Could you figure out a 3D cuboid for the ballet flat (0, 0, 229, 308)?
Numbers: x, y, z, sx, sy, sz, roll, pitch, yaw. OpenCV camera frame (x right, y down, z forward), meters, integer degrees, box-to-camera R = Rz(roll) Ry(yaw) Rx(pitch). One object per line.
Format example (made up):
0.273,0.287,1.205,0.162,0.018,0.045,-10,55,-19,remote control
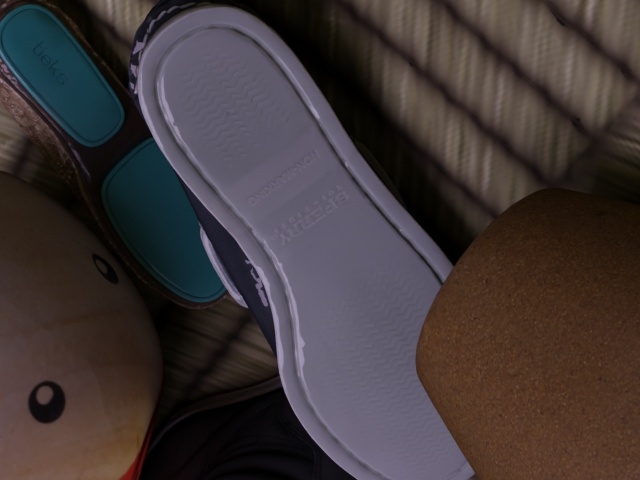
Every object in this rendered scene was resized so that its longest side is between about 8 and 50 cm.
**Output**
-0.120,-0.050,1.021,0.206,0.073,0.067,56,163,-11,ballet flat

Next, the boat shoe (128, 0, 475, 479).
0.000,0.000,0.947,0.114,0.091,0.302,-26,111,-1,boat shoe

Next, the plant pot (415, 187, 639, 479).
0.175,0.091,0.816,0.254,0.237,0.237,37,139,28,plant pot

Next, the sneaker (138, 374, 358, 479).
-0.064,0.170,1.084,0.104,0.147,0.296,48,138,-8,sneaker

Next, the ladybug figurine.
-0.196,0.151,1.074,0.162,0.305,0.449,18,142,-2,ladybug figurine
